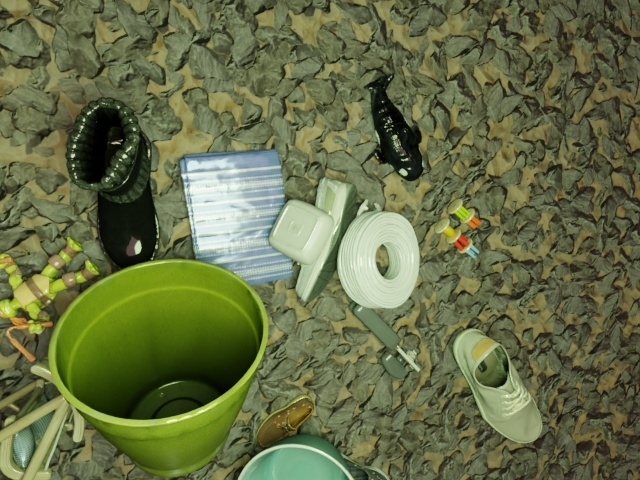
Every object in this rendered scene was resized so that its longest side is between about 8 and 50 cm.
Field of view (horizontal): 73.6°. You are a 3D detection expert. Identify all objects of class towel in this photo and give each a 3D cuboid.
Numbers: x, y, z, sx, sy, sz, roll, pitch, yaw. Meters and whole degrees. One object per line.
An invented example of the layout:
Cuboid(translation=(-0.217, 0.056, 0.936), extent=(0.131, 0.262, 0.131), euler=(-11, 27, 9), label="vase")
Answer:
Cuboid(translation=(-0.202, -0.052, 1.062), extent=(0.243, 0.040, 0.336), euler=(-9, 99, -19), label="towel")

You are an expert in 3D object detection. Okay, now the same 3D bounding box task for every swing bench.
Cuboid(translation=(-0.556, 0.342, 0.870), extent=(0.165, 0.253, 0.255), euler=(44, 83, -16), label="swing bench")

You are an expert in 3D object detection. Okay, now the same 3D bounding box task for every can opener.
Cuboid(translation=(0.175, 0.278, 1.182), extent=(0.093, 0.074, 0.280), euler=(-41, 105, -9), label="can opener")

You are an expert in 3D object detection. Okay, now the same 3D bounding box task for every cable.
Cuboid(translation=(0.159, 0.051, 1.115), extent=(0.257, 0.089, 0.257), euler=(48, 60, -26), label="cable")

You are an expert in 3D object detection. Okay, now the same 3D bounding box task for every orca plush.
Cuboid(translation=(0.217, -0.296, 1.128), extent=(0.151, 0.102, 0.287), euler=(-13, 98, -16), label="orca plush")

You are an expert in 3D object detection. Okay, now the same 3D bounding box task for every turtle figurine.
Cuboid(translation=(-0.586, 0.108, 0.908), extent=(0.217, 0.087, 0.269), euler=(-38, 66, -19), label="turtle figurine")

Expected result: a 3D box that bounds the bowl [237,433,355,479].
Cuboid(translation=(-0.044, 0.621, 1.071), extent=(0.311, 0.163, 0.312), euler=(0, 93, 7), label="bowl")

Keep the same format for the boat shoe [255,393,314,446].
Cuboid(translation=(-0.092, 0.478, 1.125), extent=(0.178, 0.060, 0.064), euler=(-36, 104, -11), label="boat shoe")

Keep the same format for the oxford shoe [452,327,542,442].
Cuboid(translation=(0.552, 0.459, 1.289), extent=(0.169, 0.130, 0.449), euler=(-38, 106, -12), label="oxford shoe")

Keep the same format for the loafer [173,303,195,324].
Cuboid(translation=(-0.307, 0.174, 1.034), extent=(0.267, 0.084, 0.096), euler=(23, 119, -14), label="loafer")

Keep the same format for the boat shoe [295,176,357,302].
Cuboid(translation=(0.000, -0.001, 1.094), extent=(0.103, 0.118, 0.321), euler=(19, 93, 21), label="boat shoe")

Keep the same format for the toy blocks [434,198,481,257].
Cuboid(translation=(0.419, -0.030, 1.240), extent=(0.148, 0.054, 0.123), euler=(37, 84, -17), label="toy blocks")

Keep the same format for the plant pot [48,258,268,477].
Cuboid(translation=(-0.302, 0.289, 0.875), extent=(0.366, 0.366, 0.353), euler=(-3, 130, -17), label="plant pot")

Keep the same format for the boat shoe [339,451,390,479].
Cuboid(translation=(0.116, 0.668, 1.198), extent=(0.228, 0.076, 0.080), euler=(38, 83, -16), label="boat shoe")

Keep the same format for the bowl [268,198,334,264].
Cuboid(translation=(-0.052, -0.026, 1.029), extent=(0.142, 0.053, 0.142), euler=(26, 86, 21), label="bowl")

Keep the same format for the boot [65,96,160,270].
Cuboid(translation=(-0.411, -0.091, 0.870), extent=(0.131, 0.260, 0.348), euler=(-5, 96, -17), label="boot")
